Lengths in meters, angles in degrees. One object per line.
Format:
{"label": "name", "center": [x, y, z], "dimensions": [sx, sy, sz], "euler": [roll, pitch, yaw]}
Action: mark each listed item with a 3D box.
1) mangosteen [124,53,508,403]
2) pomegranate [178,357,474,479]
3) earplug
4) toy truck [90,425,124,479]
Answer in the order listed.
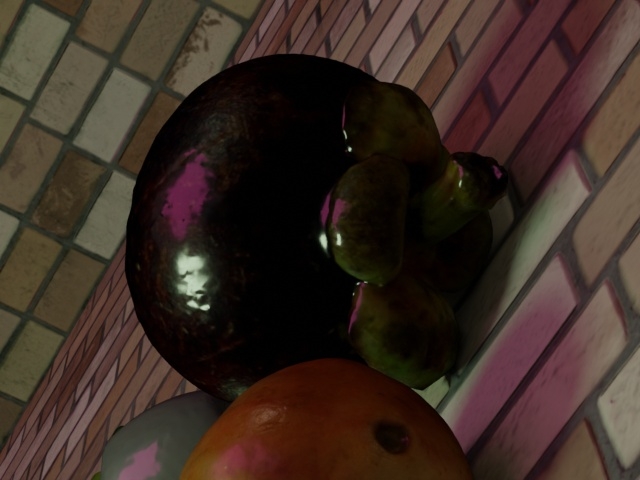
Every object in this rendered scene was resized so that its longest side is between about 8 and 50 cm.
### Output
{"label": "mangosteen", "center": [-0.012, -0.003, 1.368], "dimensions": [0.330, 0.330, 0.330], "euler": [-56, 16, 25]}
{"label": "pomegranate", "center": [0.005, 0.182, 1.109], "dimensions": [0.209, 0.209, 0.209], "euler": [-56, 16, 25]}
{"label": "earplug", "center": [-0.162, 0.273, 1.460], "dimensions": [0.325, 0.214, 0.175], "euler": [-44, -8, -26]}
{"label": "toy truck", "center": [-0.180, 0.306, 1.697], "dimensions": [0.210, 0.148, 0.187], "euler": [101, -173, -55]}
